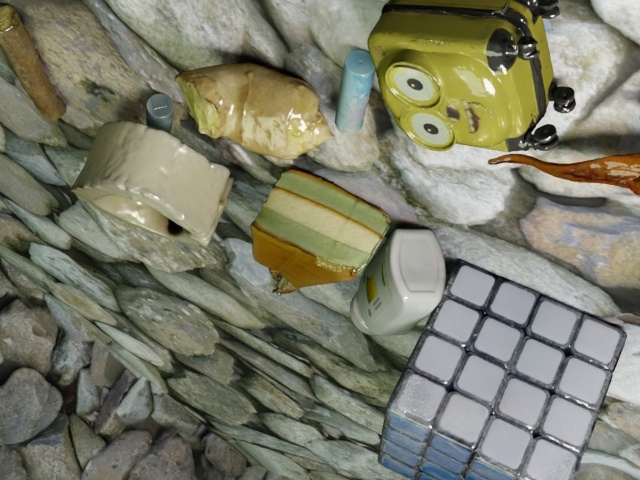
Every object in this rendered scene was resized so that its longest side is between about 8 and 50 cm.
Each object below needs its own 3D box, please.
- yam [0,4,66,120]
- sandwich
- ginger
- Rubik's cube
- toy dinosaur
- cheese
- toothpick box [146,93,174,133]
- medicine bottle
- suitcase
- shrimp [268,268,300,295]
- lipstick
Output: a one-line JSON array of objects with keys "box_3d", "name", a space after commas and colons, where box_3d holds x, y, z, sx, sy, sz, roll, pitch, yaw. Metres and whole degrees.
[{"box_3d": [-0.583, -0.344, 1.760, 0.066, 0.066, 0.299, 22, 155, 16], "name": "yam"}, {"box_3d": [0.000, 0.000, 1.670, 0.227, 0.155, 0.198, 26, 157, 9], "name": "sandwich"}, {"box_3d": [-0.105, -0.210, 1.408, 0.267, 0.152, 0.138, 11, 127, -1], "name": "ginger"}, {"box_3d": [0.329, 0.300, 1.651, 0.337, 0.344, 0.344, 24, 153, 13], "name": "Rubik's cube"}, {"box_3d": [0.420, -0.099, 1.106, 0.432, 0.097, 0.208, 24, 164, 22], "name": "toy dinosaur"}, {"box_3d": [-0.322, -0.109, 1.741, 0.292, 0.153, 0.332, 26, 168, -22], "name": "cheese"}, {"box_3d": [-0.307, -0.237, 1.671, 0.052, 0.052, 0.083, 30, 156, 0], "name": "toothpick box"}, {"box_3d": [0.141, 0.093, 1.678, 0.111, 0.161, 0.296, 0, 160, -12], "name": "medicine bottle"}, {"box_3d": [0.179, -0.209, 1.092, 0.235, 0.143, 0.194, 13, 151, 33], "name": "suitcase"}, {"box_3d": [-0.091, 0.090, 2.067, 0.099, 0.041, 0.180, 33, 156, -3], "name": "shrimp"}, {"box_3d": [0.051, -0.221, 1.322, 0.048, 0.048, 0.158, 26, 155, 8], "name": "lipstick"}]
